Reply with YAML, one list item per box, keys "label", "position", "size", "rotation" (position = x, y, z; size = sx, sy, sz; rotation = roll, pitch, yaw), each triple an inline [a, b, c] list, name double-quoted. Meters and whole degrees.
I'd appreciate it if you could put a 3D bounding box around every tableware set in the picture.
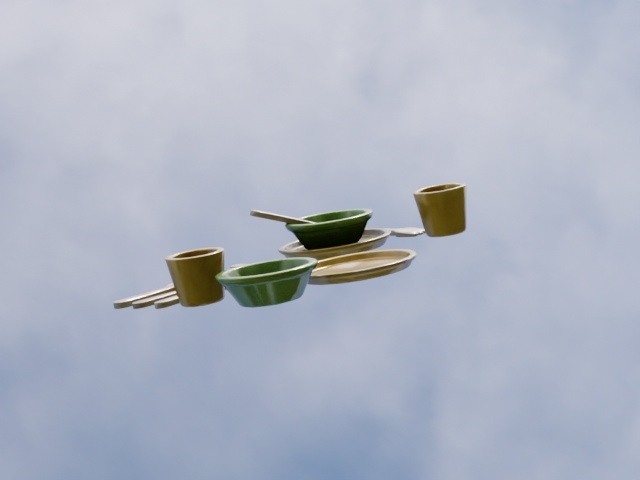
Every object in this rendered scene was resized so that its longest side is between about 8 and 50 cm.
- label: "tableware set"
  position: [0.000, 0.000, 0.720]
  size: [0.154, 0.104, 0.024]
  rotation: [-16, -80, -45]
